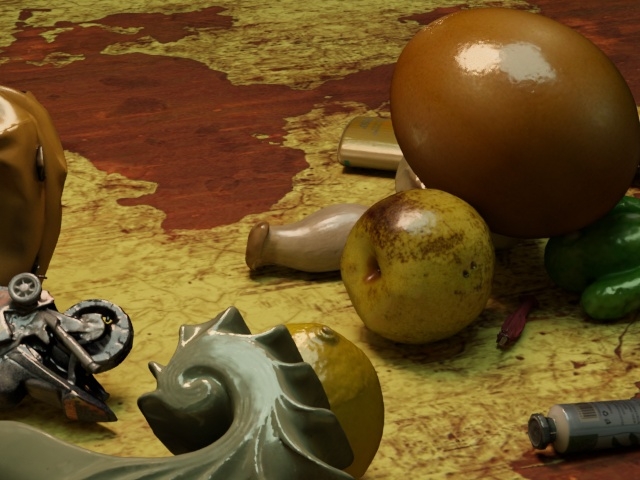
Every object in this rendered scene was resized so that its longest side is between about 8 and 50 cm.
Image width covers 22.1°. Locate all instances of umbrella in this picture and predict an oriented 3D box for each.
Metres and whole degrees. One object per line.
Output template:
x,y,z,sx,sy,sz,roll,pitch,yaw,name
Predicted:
0.248,0.104,2.081,0.027,0.025,0.165,-10,16,26,umbrella

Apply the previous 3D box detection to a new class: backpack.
-0.508,-0.043,2.055,0.378,0.353,0.201,4,10,11,backpack

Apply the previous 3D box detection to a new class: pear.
0.131,0.032,2.043,0.197,0.197,0.197,0,25,0,pear

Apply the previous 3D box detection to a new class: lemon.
-0.018,0.178,1.715,0.178,0.203,0.178,15,25,-7,lemon

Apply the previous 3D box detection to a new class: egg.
0.248,-0.156,2.127,0.282,0.282,0.351,-24,55,-42,egg

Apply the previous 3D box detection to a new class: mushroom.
0.000,-0.002,2.239,0.212,0.088,0.097,-9,16,-5,mushroom

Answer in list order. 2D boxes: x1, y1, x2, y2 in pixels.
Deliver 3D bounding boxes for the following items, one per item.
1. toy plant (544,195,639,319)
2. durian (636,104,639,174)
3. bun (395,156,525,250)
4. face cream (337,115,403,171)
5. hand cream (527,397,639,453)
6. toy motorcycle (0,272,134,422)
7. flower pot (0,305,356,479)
0.450,0.016,2.145,0.316,0.184,0.224,-6,39,23,toy plant
0.467,-0.139,2.531,0.148,0.091,0.188,-28,26,-24,durian
0.214,-0.061,2.313,0.222,0.127,0.222,0,50,0,bun
0.179,-0.143,2.568,0.285,0.067,0.139,7,28,15,face cream
0.356,0.199,1.839,0.256,0.055,0.088,-6,17,-18,hand cream
-0.371,0.132,1.902,0.307,0.108,0.173,7,59,6,toy motorcycle
-0.152,0.237,1.528,0.367,0.164,0.254,-25,58,-5,flower pot
